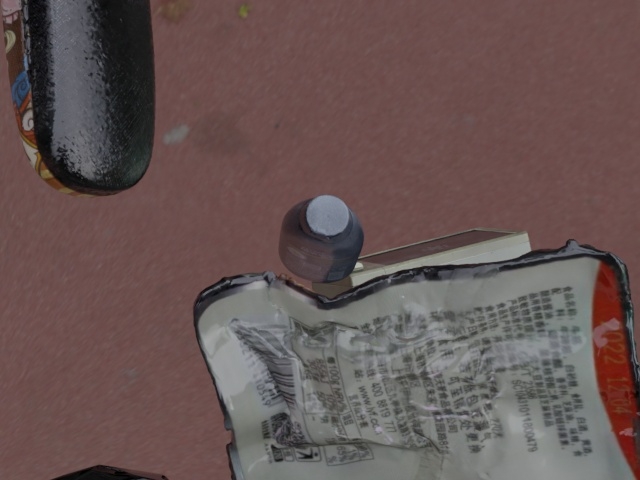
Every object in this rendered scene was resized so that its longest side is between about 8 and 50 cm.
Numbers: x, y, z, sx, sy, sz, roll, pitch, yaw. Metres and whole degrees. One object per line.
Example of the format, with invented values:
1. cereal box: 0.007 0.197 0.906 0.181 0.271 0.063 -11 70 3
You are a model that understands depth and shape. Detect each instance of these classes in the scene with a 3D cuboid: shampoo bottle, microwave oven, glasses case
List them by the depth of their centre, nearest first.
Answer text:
1. glasses case: -0.200 -0.194 1.128 0.122 0.082 0.321 6 76 -57
2. shampoo bottle: 0.000 0.000 1.420 0.087 0.234 0.049 13 78 0
3. microwave oven: 0.133 0.097 1.663 0.240 0.145 0.194 -14 99 -21

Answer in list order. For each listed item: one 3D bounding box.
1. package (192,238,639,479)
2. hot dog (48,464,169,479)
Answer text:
1. package: 0.050 0.076 0.719 0.232 0.040 0.166 -7 124 13
2. hot dog: -0.128 0.276 0.598 0.194 0.107 0.326 -6 94 -19
